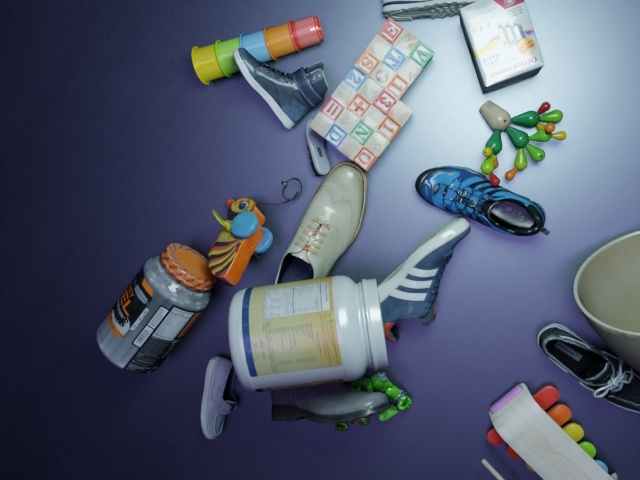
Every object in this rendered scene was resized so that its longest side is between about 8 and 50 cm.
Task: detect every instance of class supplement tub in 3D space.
[{"bbox_3d":[-0.415,0.172,1.464,0.193,0.193,0.316,41,104,6],"label":"supplement tub"},{"bbox_3d":[-0.021,0.199,1.233,0.316,0.228,0.228,-8,95,5],"label":"supplement tub"}]

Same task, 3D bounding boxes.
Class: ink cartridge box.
[{"bbox_3d":[0.386,-0.423,1.219,0.128,0.127,0.176,-19,93,15],"label":"ink cartridge box"}]

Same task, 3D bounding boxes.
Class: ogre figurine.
[{"bbox_3d":[0.116,0.395,1.409,0.197,0.097,0.118,-15,105,27],"label":"ogre figurine"}]

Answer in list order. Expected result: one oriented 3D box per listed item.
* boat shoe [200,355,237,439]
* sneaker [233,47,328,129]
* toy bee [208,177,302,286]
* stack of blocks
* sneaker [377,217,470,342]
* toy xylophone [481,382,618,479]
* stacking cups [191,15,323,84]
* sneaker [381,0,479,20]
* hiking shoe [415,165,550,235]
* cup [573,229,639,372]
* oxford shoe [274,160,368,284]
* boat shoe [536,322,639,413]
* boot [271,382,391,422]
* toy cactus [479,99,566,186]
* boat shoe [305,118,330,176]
[{"bbox_3d":[-0.264,0.426,1.516,0.081,0.079,0.227,7,95,18],"label":"boat shoe"},{"bbox_3d":[-0.082,-0.394,1.332,0.163,0.086,0.226,-33,121,19],"label":"sneaker"},{"bbox_3d":[-0.189,-0.033,1.417,0.162,0.298,0.195,22,141,38],"label":"toy bee"},{"bbox_3d":[0.133,-0.329,1.306,0.171,0.087,0.297,37,102,-1],"label":"stack of blocks"},{"bbox_3d":[0.245,0.102,1.326,0.148,0.131,0.350,45,115,7],"label":"sneaker"},{"bbox_3d":[0.519,0.503,1.325,0.236,0.081,0.322,-38,87,16],"label":"toy xylophone"},{"bbox_3d":[-0.148,-0.463,1.379,0.316,0.096,0.096,-11,94,11],"label":"stacking cups"},{"bbox_3d":[0.251,-0.552,1.263,0.235,0.090,0.094,3,88,13],"label":"sneaker"},{"bbox_3d":[0.358,-0.094,1.265,0.304,0.132,0.113,19,101,11],"label":"hiking shoe"},{"bbox_3d":[0.712,0.157,1.140,0.331,0.331,0.237,-22,116,16],"label":"cup"},{"bbox_3d":[0.000,0.000,1.357,0.140,0.146,0.397,25,104,10],"label":"oxford shoe"},{"bbox_3d":[0.629,0.292,1.258,0.306,0.105,0.113,37,104,7],"label":"boat shoe"},{"bbox_3d":[0.000,0.314,1.357,0.338,0.118,0.222,-11,78,32],"label":"boot"},{"bbox_3d":[0.418,-0.238,1.246,0.219,0.112,0.180,-42,69,9],"label":"toy cactus"},{"bbox_3d":[-0.014,-0.224,1.389,0.040,0.049,0.142,-19,82,58],"label":"boat shoe"}]
